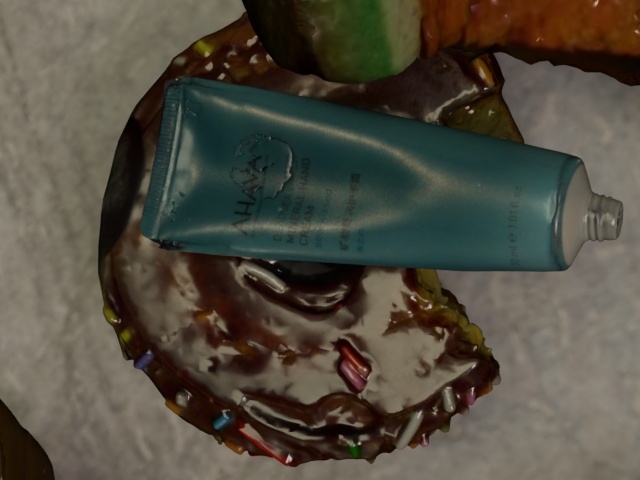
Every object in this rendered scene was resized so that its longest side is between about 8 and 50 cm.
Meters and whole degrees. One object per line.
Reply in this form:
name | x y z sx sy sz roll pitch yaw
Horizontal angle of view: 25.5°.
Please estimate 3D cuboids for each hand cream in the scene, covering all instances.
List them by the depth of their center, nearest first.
hand cream | 0.023 -0.025 0.632 0.224 0.048 0.083 7 87 22

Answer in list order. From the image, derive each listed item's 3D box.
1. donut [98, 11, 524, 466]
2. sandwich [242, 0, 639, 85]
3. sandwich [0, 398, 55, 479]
donut | 0.000 -0.001 0.706 0.216 0.096 0.230 -11 79 17
sandwich | 0.097 -0.178 0.641 0.301 0.162 0.250 6 40 -5
sandwich | -0.157 0.209 0.668 0.063 0.212 0.244 -1 71 -1
